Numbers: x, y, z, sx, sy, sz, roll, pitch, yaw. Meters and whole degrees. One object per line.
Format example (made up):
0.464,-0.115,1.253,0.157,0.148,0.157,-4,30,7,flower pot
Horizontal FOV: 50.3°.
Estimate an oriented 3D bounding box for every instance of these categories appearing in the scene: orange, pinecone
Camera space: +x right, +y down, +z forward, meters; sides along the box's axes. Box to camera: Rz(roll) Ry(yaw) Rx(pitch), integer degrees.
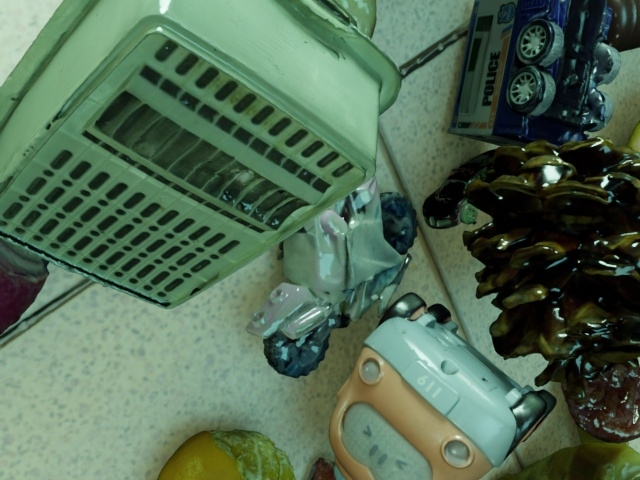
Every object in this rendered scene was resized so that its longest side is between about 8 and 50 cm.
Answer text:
-0.091,0.268,0.690,0.156,0.134,0.157,-13,120,-24,orange
0.261,0.015,0.678,0.243,0.243,0.257,31,44,-33,pinecone

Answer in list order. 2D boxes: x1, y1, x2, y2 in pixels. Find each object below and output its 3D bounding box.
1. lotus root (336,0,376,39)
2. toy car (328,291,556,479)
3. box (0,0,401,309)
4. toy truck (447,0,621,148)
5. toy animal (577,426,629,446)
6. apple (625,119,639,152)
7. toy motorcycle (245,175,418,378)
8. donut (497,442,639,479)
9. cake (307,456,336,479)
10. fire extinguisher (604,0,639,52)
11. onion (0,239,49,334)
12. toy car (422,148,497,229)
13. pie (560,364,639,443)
-0.056,-0.238,0.596,0.234,0.119,0.138,11,96,-31,lotus root
0.115,0.197,0.742,0.212,0.180,0.270,-52,157,6,toy car
-0.104,-0.088,0.504,0.220,0.290,0.166,30,44,-34,box
0.242,-0.239,0.761,0.124,0.155,0.268,7,95,-33,toy truck
0.436,0.335,1.075,0.070,0.083,0.159,-38,134,-50,toy animal
0.554,-0.085,0.916,0.286,0.286,0.233,-27,144,-24,apple
-0.004,-0.001,0.697,0.204,0.108,0.239,56,47,-33,toy motorcycle
0.364,0.441,0.882,0.360,0.360,0.170,-46,127,-14,donut
0.019,0.377,0.791,0.086,0.116,0.220,18,91,-39,cake
0.430,-0.293,0.894,0.341,0.105,0.141,-17,127,-20,fire extinguisher
-0.336,0.009,0.491,0.247,0.111,0.250,-34,119,-22,onion
0.180,-0.065,0.812,0.142,0.069,0.055,-38,115,-19,toy car
0.424,0.224,1.006,0.154,0.036,0.154,4,66,-9,pie
